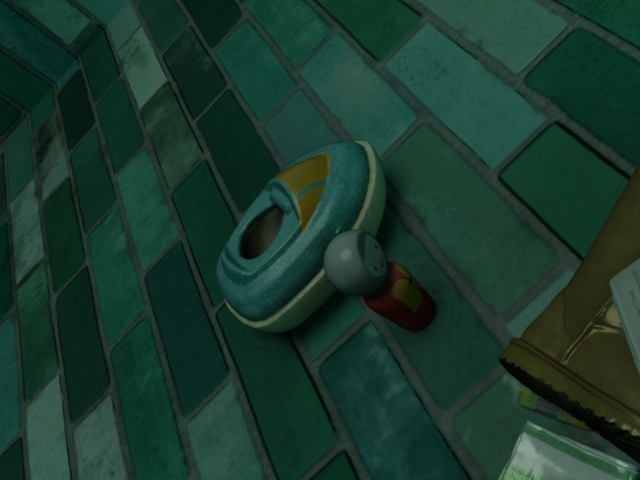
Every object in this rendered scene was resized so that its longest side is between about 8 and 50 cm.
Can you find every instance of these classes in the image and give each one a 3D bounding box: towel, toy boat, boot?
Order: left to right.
[{"bbox_3d":[0.000,0.000,0.957,0.268,0.148,0.318,-54,37,-3],"label":"toy boat"},{"bbox_3d":[0.182,0.233,0.681,0.113,0.023,0.152,15,73,52],"label":"towel"},{"bbox_3d":[0.220,0.132,0.735,0.083,0.009,0.060,9,69,50],"label":"towel"},{"bbox_3d":[0.299,0.042,0.662,0.270,0.089,0.236,-50,46,-6],"label":"boot"}]

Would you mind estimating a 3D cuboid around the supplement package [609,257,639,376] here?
[{"bbox_3d":[0.252,0.106,0.279,0.145,0.262,0.204,-42,14,24],"label":"supplement package"}]
